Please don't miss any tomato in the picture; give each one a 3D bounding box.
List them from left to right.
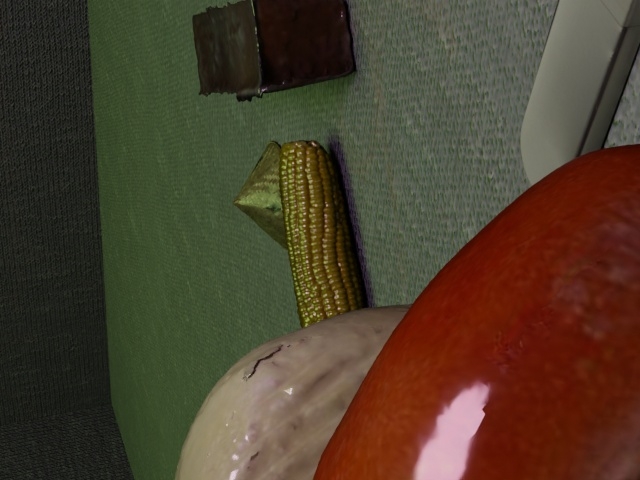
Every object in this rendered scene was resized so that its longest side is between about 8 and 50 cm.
[{"bbox_3d":[0.166,0.127,0.581,0.273,0.341,0.341,-120,22,-84],"label":"tomato"}]

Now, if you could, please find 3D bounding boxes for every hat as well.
[{"bbox_3d":[-0.082,-0.053,1.662,0.146,0.067,0.146,170,90,-73],"label":"hat"}]

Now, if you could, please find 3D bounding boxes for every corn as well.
[{"bbox_3d":[0.000,0.000,1.417,0.080,0.080,0.231,168,94,-73],"label":"corn"}]

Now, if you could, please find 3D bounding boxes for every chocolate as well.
[{"bbox_3d":[-0.059,-0.216,1.429,0.321,0.112,0.112,-161,64,-72],"label":"chocolate"}]

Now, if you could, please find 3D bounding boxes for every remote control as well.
[{"bbox_3d":[0.179,-0.123,0.862,0.245,0.022,0.077,99,152,-46],"label":"remote control"}]

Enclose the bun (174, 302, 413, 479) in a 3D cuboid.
[{"bbox_3d":[0.073,0.215,0.793,0.234,0.362,0.326,99,-162,-58],"label":"bun"}]
